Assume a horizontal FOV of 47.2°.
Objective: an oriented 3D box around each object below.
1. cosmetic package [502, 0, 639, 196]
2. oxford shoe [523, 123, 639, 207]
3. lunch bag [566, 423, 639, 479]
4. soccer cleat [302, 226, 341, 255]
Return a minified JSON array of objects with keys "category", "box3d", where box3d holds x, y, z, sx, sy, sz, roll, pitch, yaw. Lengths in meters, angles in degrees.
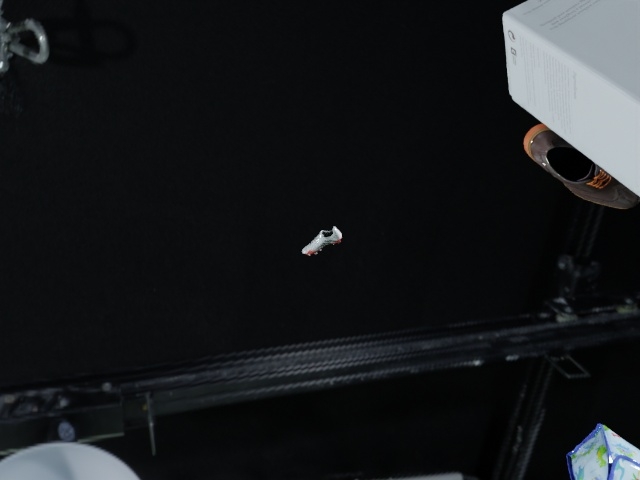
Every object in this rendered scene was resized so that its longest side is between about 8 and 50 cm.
[{"category":"cosmetic package","box3d":[0.423,-0.191,0.896,0.217,0.385,0.156,-28,-43,-4]},{"category":"oxford shoe","box3d":[0.507,-0.120,1.384,0.271,0.098,0.097,24,-66,-16]},{"category":"lunch bag","box3d":[0.414,0.339,0.981,0.129,0.151,0.096,33,-66,-2]},{"category":"soccer cleat","box3d":[0.000,0.000,1.392,0.083,0.029,0.035,-22,-55,13]}]
